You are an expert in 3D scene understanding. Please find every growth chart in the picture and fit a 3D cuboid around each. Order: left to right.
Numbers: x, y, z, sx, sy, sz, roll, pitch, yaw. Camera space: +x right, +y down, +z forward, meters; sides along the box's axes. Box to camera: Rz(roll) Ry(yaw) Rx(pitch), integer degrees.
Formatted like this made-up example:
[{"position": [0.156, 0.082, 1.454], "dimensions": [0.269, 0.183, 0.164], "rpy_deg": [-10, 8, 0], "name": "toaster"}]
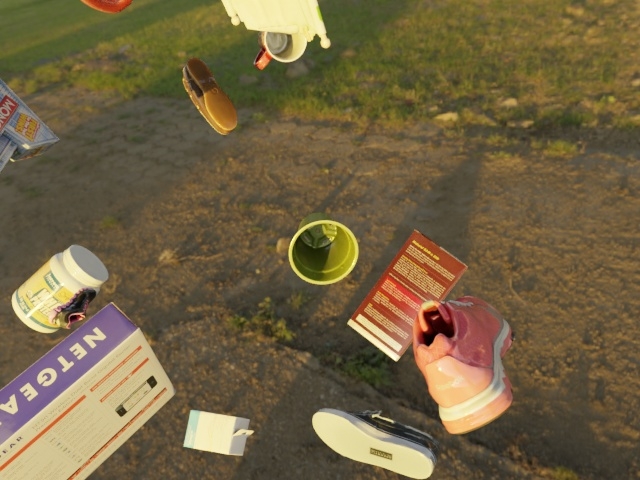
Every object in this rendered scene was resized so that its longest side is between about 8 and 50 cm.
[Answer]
[{"position": [-0.094, -0.400, 0.907], "dimensions": [0.237, 0.172, 0.021], "rpy_deg": [24, 58, 33], "name": "growth chart"}]

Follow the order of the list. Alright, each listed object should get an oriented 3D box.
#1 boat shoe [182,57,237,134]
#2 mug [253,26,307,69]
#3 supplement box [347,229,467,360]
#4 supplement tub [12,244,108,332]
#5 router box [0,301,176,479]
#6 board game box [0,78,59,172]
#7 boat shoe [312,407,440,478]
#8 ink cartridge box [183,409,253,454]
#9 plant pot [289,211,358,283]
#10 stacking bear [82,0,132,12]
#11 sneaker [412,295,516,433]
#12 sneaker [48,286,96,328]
[{"position": [-0.269, -0.339, 1.385], "dimensions": [0.073, 0.207, 0.073], "rpy_deg": [-19, -15, -37], "name": "boat shoe"}, {"position": [-0.130, -0.544, 1.565], "dimensions": [0.150, 0.113, 0.169], "rpy_deg": [-22, 24, -8], "name": "mug"}, {"position": [0.179, 0.110, 1.175], "dimensions": [0.130, 0.239, 0.073], "rpy_deg": [37, 8, 12], "name": "supplement box"}, {"position": [-0.654, 0.120, 1.447], "dimensions": [0.200, 0.144, 0.144], "rpy_deg": [-41, 31, 6], "name": "supplement tub"}, {"position": [-0.440, 0.312, 1.028], "dimensions": [0.082, 0.301, 0.335], "rpy_deg": [36, 61, 23], "name": "router box"}, {"position": [-0.536, -0.180, 0.922], "dimensions": [0.060, 0.194, 0.194], "rpy_deg": [-24, 42, 30], "name": "board game box"}, {"position": [0.134, 0.463, 1.379], "dimensions": [0.307, 0.113, 0.105], "rpy_deg": [9, 23, 24], "name": "boat shoe"}, {"position": [-0.248, 0.480, 1.428], "dimensions": [0.143, 0.092, 0.089], "rpy_deg": [3, 71, 19], "name": "ink cartridge box"}, {"position": [0.000, 0.000, 0.718], "dimensions": [0.083, 0.083, 0.079], "rpy_deg": [-11, 24, -1], "name": "plant pot"}, {"position": [-0.397, -0.492, 0.820], "dimensions": [0.289, 0.175, 0.164], "rpy_deg": [41, 24, 9], "name": "stacking bear"}, {"position": [0.193, 0.124, 0.798], "dimensions": [0.116, 0.136, 0.314], "rpy_deg": [-31, 7, 19], "name": "sneaker"}, {"position": [-0.510, 0.145, 1.208], "dimensions": [0.057, 0.047, 0.119], "rpy_deg": [23, 38, 14], "name": "sneaker"}]
